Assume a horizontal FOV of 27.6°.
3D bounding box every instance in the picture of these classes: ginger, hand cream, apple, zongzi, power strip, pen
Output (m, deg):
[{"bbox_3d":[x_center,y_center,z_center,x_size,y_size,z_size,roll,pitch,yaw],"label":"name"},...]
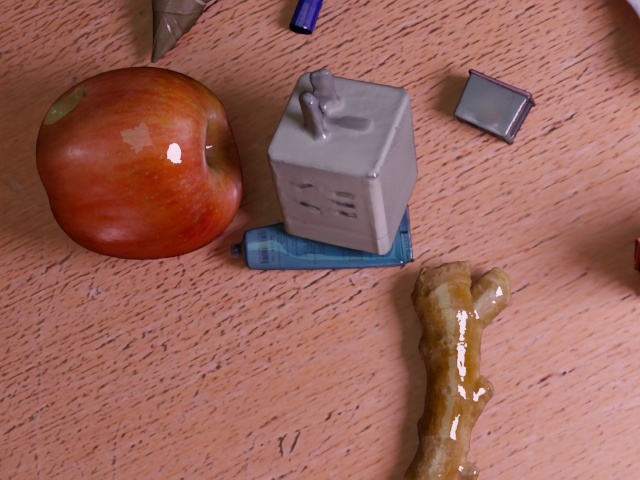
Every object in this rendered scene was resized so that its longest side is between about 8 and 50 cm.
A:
[{"bbox_3d":[0.146,0.169,1.524,0.118,0.065,0.298,8,83,19],"label":"ginger"},{"bbox_3d":[0.000,0.000,1.610,0.224,0.048,0.083,-5,77,6],"label":"hand cream"},{"bbox_3d":[-0.227,-0.090,1.578,0.241,0.242,0.242,-11,76,18],"label":"apple"},{"bbox_3d":[-0.221,-0.352,1.722,0.189,0.081,0.178,43,100,23],"label":"zongzi"},{"bbox_3d":[0.026,-0.107,1.515,0.140,0.224,0.139,14,59,16],"label":"power strip"},{"bbox_3d":[0.018,-0.394,1.692,0.033,0.033,0.269,17,82,16],"label":"pen"}]

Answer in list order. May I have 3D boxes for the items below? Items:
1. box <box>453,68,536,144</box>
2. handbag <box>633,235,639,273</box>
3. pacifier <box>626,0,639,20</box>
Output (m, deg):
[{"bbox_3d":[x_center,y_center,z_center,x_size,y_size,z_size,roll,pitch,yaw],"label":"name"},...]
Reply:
[{"bbox_3d":[0.210,-0.161,1.584,0.085,0.060,0.063,25,90,16],"label":"box"},{"bbox_3d":[0.411,0.006,1.430,0.127,0.190,0.063,-29,75,5],"label":"handbag"},{"bbox_3d":[0.458,-0.307,1.464,0.244,0.233,0.299,-24,75,4],"label":"pacifier"}]
